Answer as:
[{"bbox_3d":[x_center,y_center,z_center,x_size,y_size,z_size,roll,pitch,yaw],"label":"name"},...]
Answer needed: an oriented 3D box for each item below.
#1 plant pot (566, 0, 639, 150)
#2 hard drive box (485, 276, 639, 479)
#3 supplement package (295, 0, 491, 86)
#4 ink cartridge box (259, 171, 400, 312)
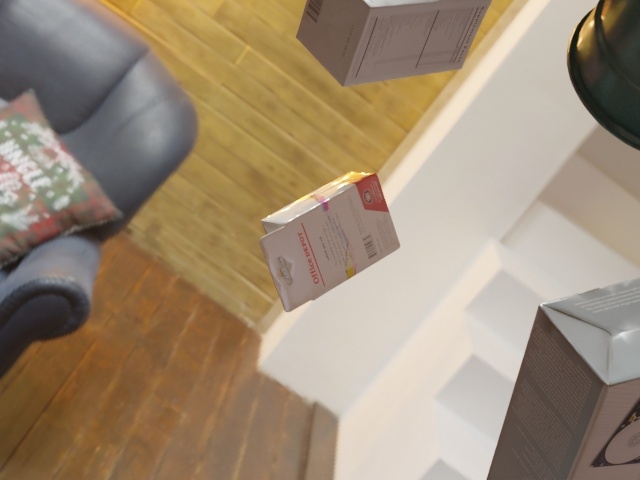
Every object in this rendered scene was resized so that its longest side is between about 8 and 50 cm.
[{"bbox_3d":[0.559,-0.336,1.316,0.341,0.341,0.334,44,-25,18],"label":"plant pot"},{"bbox_3d":[0.244,0.141,0.751,0.181,0.232,0.089,-12,43,-19],"label":"hard drive box"},{"bbox_3d":[0.111,-0.334,1.425,0.244,0.139,0.134,-14,52,-35],"label":"supplement package"},{"bbox_3d":[0.000,0.000,1.264,0.067,0.198,0.115,10,-56,56],"label":"ink cartridge box"}]
